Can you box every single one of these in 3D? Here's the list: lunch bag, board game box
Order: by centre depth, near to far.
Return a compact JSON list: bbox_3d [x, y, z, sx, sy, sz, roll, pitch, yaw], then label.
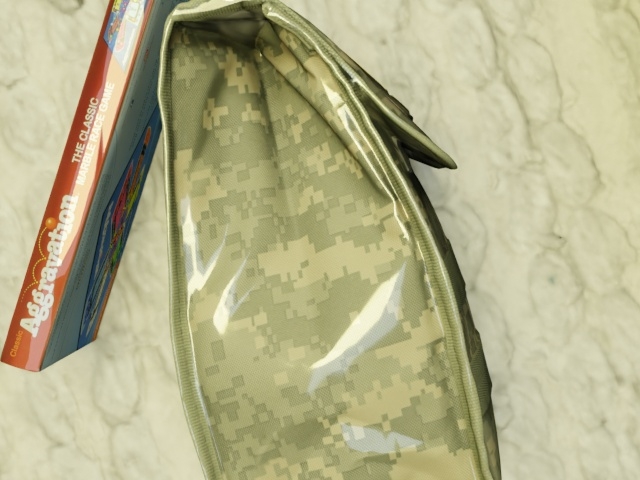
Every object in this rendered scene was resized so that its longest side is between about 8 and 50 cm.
[{"bbox_3d":[0.000,0.000,0.571,0.169,0.235,0.287,-14,93,5],"label":"lunch bag"},{"bbox_3d":[-0.126,-0.065,0.611,0.027,0.145,0.281,18,91,0],"label":"board game box"}]
